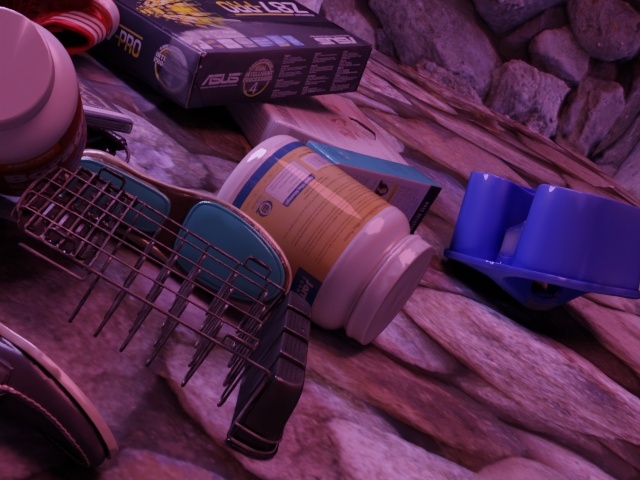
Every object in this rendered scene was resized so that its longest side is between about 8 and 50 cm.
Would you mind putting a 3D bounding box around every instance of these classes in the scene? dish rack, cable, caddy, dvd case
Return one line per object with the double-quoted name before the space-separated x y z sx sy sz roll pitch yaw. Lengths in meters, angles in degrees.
"dish rack" -0.126 0.042 0.907 0.271 0.074 0.208 32 15 -8
"cable" -0.295 -0.128 1.167 0.184 0.047 0.150 8 28 -51
"caddy" 0.332 0.015 1.619 0.241 0.179 0.341 14 3 40
"dvd case" -0.316 -0.173 1.189 0.165 0.018 0.221 9 20 -38

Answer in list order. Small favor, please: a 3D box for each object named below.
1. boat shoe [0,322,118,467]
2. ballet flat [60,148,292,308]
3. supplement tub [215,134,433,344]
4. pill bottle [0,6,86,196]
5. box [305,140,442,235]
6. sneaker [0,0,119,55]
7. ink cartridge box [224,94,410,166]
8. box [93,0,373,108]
"boat shoe" -0.220 0.086 0.707 0.206 0.075 0.065 39 61 7
"ballet flat" -0.135 -0.013 1.074 0.248 0.086 0.086 31 17 4
"supplement tub" 0.000 0.000 1.136 0.200 0.144 0.144 36 17 15
"pill bottle" -0.259 -0.113 0.919 0.121 0.121 0.216 30 -12 -3
"box" 0.054 -0.059 1.471 0.060 0.100 0.244 42 20 33
"sneaker" -0.387 -0.311 1.468 0.221 0.087 0.128 16 30 3
"ink cartridge box" -0.019 -0.179 1.744 0.261 0.066 0.296 19 21 -30
"box" -0.161 -0.315 1.679 0.318 0.097 0.395 37 30 28
